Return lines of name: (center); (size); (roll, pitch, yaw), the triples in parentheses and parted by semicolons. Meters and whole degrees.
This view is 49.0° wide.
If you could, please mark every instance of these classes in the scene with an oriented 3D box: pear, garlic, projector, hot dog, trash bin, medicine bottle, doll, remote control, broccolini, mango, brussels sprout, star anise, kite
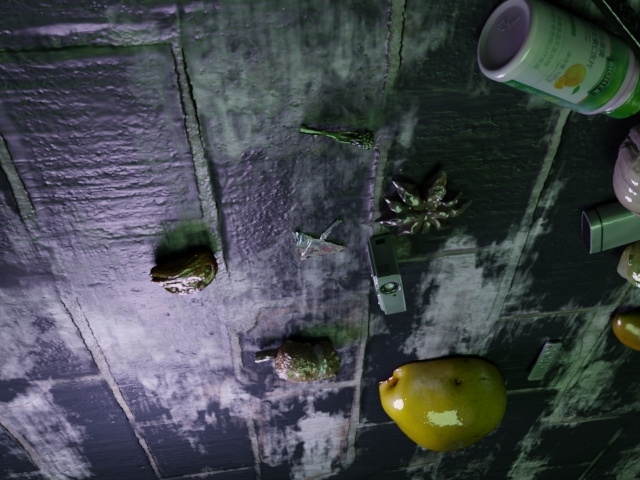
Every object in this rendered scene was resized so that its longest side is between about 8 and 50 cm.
pear: (0.368, 0.494, 2.024); (0.386, 0.191, 0.340); (10, 138, -23)
garlic: (0.642, -0.146, 1.292); (0.228, 0.152, 0.228); (-15, 137, -14)
projector: (0.141, 0.075, 1.507); (0.061, 0.115, 0.147); (-13, 142, 4)
hot dog: (-0.285, 0.069, 1.460); (0.147, 0.065, 0.099); (-18, 151, 9)
trash bin: (0.635, -0.035, 1.509); (0.130, 0.059, 0.116); (-17, 142, 8)
medicine bottle: (0.390, -0.277, 1.094); (0.274, 0.133, 0.133); (12, 138, -26)
doll: (-0.054, 0.302, 1.775); (0.221, 0.115, 0.105); (10, 149, -13)
remote control: (0.643, 0.343, 2.022); (0.050, 0.027, 0.184); (-2, 137, -10)
broccolini: (0.029, -0.184, 1.236); (0.140, 0.030, 0.035); (7, 176, -13)
mango: (0.849, 0.240, 1.880); (0.163, 0.089, 0.111); (13, 126, -11)
brussels sprout: (0.761, 0.043, 1.584); (0.149, 0.151, 0.122); (14, 112, 11)
star anise: (0.210, -0.065, 1.384); (0.182, 0.065, 0.195); (2, 137, -15)
remote control: (0.475, -0.315, 1.062); (0.245, 0.063, 0.025); (40, 140, -20)
kite: (0.000, 0.000, 1.473); (0.139, 0.011, 0.156); (14, 138, -30)
